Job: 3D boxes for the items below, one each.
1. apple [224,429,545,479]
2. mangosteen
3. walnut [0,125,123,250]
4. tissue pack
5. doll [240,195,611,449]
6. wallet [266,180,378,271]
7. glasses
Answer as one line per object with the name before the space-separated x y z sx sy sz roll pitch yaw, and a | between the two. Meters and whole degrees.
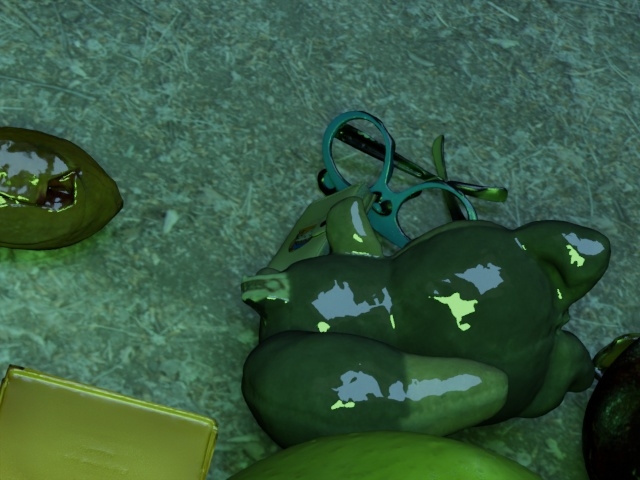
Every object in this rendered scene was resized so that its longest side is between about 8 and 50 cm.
apple | 0.036 0.365 1.260 0.474 0.473 0.473 10 46 -11
mangosteen | 0.411 0.208 1.834 0.288 0.288 0.288 10 46 -11
walnut | -0.336 -0.058 1.889 0.245 0.137 0.137 11 46 -15
tissue pack | -0.218 0.265 1.528 0.194 0.274 0.145 13 47 -7
doll | 0.113 0.127 1.753 0.383 0.252 0.378 -4 35 6
wallet | 0.000 0.000 1.977 0.039 0.110 0.155 51 44 -18
glasses | 0.130 -0.086 2.097 0.239 0.102 0.207 41 49 18
